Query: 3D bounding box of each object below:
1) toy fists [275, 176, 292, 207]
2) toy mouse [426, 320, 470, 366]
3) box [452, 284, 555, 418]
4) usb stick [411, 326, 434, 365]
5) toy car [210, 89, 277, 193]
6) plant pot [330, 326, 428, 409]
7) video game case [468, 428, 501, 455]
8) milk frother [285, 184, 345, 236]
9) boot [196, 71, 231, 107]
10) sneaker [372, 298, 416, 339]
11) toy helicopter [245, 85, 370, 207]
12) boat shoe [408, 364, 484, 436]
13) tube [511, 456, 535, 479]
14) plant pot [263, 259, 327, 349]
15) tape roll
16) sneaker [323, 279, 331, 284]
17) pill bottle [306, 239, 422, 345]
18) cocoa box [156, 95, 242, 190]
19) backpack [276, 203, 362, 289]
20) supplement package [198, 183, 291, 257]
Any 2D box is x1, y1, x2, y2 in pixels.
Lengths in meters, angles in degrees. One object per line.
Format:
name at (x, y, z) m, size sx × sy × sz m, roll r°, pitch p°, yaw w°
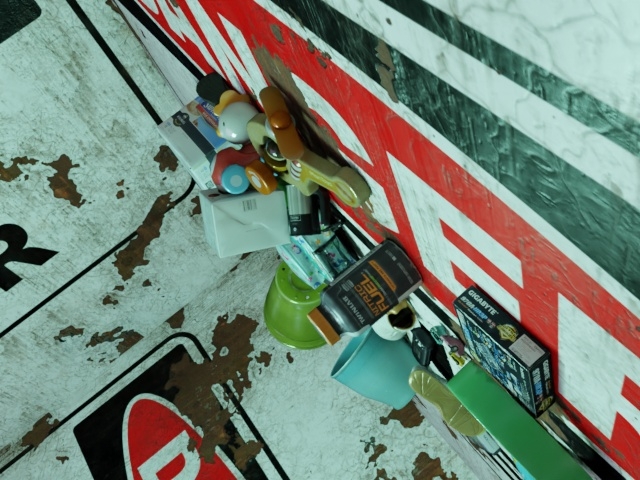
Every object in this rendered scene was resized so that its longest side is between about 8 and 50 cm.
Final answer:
toy fists at (-0.117, -0.110, 1.997) m, size 0.096 × 0.142 × 0.279 m, roll 45°, pitch 170°, yaw 45°
toy mouse at (0.300, 0.234, 1.523) m, size 0.143 × 0.031 × 0.161 m, roll 52°, pitch 173°, yaw -9°
box at (0.319, 0.196, 1.123) m, size 0.175 × 0.051 × 0.220 m, roll 46°, pitch 171°, yaw 39°
usb stick at (0.295, 0.310, 1.886) m, size 0.077 × 0.045 × 0.278 m, roll 56°, pitch 175°, yaw 21°
toy car at (-0.217, -0.268, 1.695) m, size 0.238 × 0.210 × 0.219 m, roll 67°, pitch 172°, yaw -16°
plant pot at (0.215, 0.428, 2.219) m, size 0.255 × 0.272 × 0.271 m, roll 36°, pitch 173°, yaw 0°
video game case at (0.479, 0.598, 2.193) m, size 0.248 × 0.035 × 0.275 m, roll 51°, pitch 173°, yaw 7°
milk frother at (-0.012, -0.082, 1.698) m, size 0.143 × 0.129 × 0.135 m, roll -12°, pitch -81°, yaw -67°
boot at (-0.256, -0.369, 1.857) m, size 0.246 × 0.083 × 0.161 m, roll 48°, pitch 178°, yaw 40°
sneaker at (0.204, 0.223, 1.767) m, size 0.123 × 0.106 × 0.290 m, roll 50°, pitch 172°, yaw 34°
toy helicopter at (-0.033, -0.176, 1.355) m, size 0.355 × 0.140 × 0.235 m, roll 32°, pitch 153°, yaw 38°
boat shoe at (0.389, 0.478, 1.988) m, size 0.277 × 0.098 × 0.096 m, roll 44°, pitch -162°, yaw -1°
tube at (0.575, 0.642, 1.788) m, size 0.207 × 0.052 × 0.080 m, roll 53°, pitch 167°, yaw 50°
plant pot at (-0.069, 0.228, 2.734) m, size 0.366 × 0.366 × 0.353 m, roll 49°, pitch 161°, yaw 22°
tape roll at (0.388, 0.376, 1.278) m, size 0.321 × 0.077 × 0.321 m, roll 46°, pitch 180°, yaw 0°
sneaker at (0.026, 0.063, 2.307) m, size 0.118 × 0.083 × 0.222 m, roll 6°, pitch 130°, yaw 54°
pill bottle at (0.090, 0.120, 1.410) m, size 0.130 × 0.245 × 0.130 m, roll 50°, pitch 173°, yaw 8°
cocoa box at (-0.338, -0.283, 2.173) m, size 0.231 × 0.228 × 0.347 m, roll 47°, pitch 172°, yaw 28°
backpack at (-0.025, 0.004, 1.868) m, size 0.254 × 0.191 × 0.225 m, roll 59°, pitch 172°, yaw -15°
supplement package at (-0.208, -0.064, 1.749) m, size 0.203 × 0.194 × 0.149 m, roll -148°, pitch 49°, yaw -66°
